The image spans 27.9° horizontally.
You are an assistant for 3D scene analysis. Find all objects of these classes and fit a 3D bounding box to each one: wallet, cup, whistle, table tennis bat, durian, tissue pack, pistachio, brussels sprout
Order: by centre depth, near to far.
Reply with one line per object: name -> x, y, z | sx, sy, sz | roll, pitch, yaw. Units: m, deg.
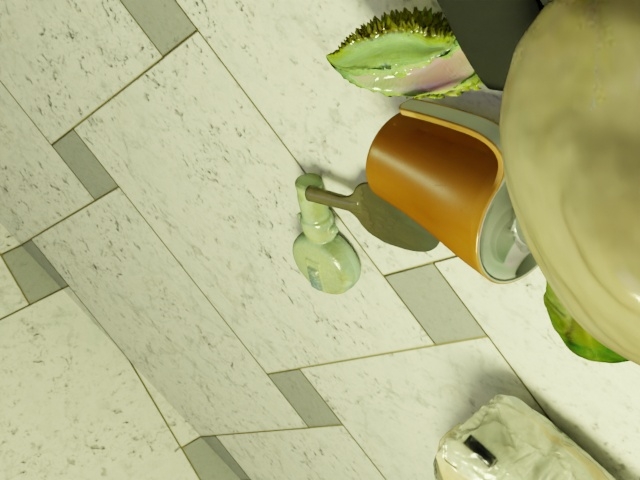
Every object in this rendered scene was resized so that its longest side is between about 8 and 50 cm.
pistachio -> 0.357, -0.066, 1.292 | 0.365, 0.281, 0.445 | -12, 100, 38
wallet -> 0.206, -0.232, 1.455 | 0.124, 0.025, 0.244 | 8, 160, 28
durian -> 0.128, -0.241, 1.613 | 0.221, 0.095, 0.137 | 2, 165, 38
brussels sprout -> 0.361, 0.073, 1.646 | 0.180, 0.144, 0.161 | 61, -174, -47
cup -> 0.184, -0.084, 1.657 | 0.264, 0.182, 0.226 | 31, 152, 40
table tennis bat -> 0.080, -0.047, 1.970 | 0.234, 0.022, 0.131 | 17, 142, 26
tissue pack -> 0.346, 0.428, 2.080 | 0.390, 0.195, 0.375 | 37, 163, 18
whistle -> 0.000, 0.000, 2.128 | 0.126, 0.067, 0.258 | 23, 142, 34
